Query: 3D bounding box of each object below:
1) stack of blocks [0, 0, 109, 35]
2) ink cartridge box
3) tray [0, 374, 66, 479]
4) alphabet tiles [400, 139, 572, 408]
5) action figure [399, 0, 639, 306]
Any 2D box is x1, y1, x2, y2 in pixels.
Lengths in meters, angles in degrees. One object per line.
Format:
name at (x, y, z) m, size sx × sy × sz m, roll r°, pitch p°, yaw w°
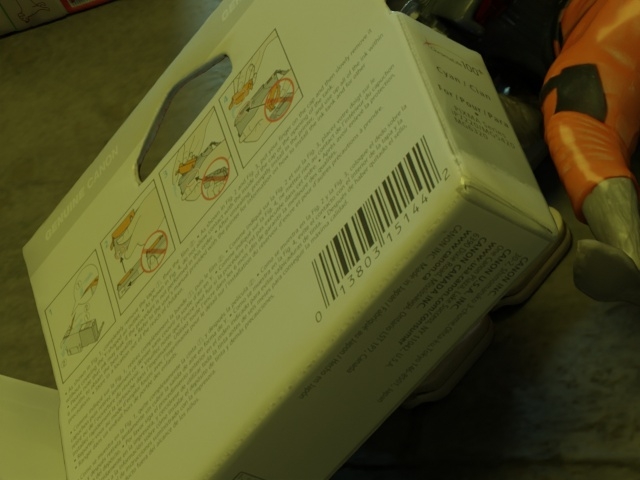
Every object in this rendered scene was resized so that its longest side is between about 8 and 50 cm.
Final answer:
stack of blocks at (-0.236, -0.289, 1.364) m, size 0.171 × 0.297 × 0.087 m, roll -14°, pitch 42°, yaw 17°
ink cartridge box at (-0.032, 0.003, 0.998) m, size 0.296 × 0.066 × 0.261 m, roll -48°, pitch 36°, yaw 25°
tray at (-0.212, 0.111, 1.001) m, size 0.030 × 0.270 × 0.145 m, roll -57°, pitch 29°, yaw 30°
alphabet tiles at (0.000, 0.000, 1.130) m, size 0.284 × 0.021 × 0.278 m, roll 22°, pitch 62°, yaw 43°
action figure at (0.126, -0.067, 1.043) m, size 0.341 × 0.178 × 0.330 m, roll -52°, pitch 31°, yaw 9°
